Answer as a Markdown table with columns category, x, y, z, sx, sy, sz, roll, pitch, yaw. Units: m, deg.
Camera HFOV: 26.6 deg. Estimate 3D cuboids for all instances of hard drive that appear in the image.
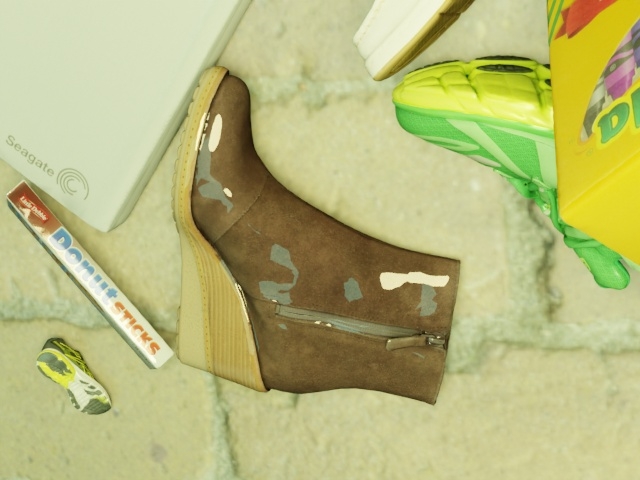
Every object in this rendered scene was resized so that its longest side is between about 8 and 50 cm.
| category | x | y | z | sx | sy | sz | roll | pitch | yaw |
| --- | --- | --- | --- | --- | --- | --- | --- | --- | --- |
| hard drive | -0.166 | -0.204 | 0.969 | 0.233 | 0.047 | 0.353 | 37 | 121 | 4 |

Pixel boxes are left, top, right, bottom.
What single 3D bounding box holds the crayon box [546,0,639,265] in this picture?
| category | x | y | z | sx | sy | sz | roll | pitch | yaw |
| --- | --- | --- | --- | --- | --- | --- | --- | --- | --- |
| crayon box | 0.211 | -0.123 | 0.677 | 0.081 | 0.319 | 0.202 | 29 | 132 | -24 |

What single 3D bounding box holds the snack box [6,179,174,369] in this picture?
| category | x | y | z | sx | sy | sz | roll | pitch | yaw |
| --- | --- | --- | --- | --- | --- | --- | --- | --- | --- |
| snack box | -0.183 | 0.030 | 1.071 | 0.022 | 0.064 | 0.178 | -41 | 94 | -12 |

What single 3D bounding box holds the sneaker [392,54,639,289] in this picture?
| category | x | y | z | sx | sy | sz | roll | pitch | yaw |
| --- | --- | --- | --- | --- | --- | --- | --- | --- | --- |
| sneaker | 0.175 | -0.033 | 0.865 | 0.295 | 0.109 | 0.124 | 22 | 115 | 12 |

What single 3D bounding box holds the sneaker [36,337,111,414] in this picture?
| category | x | y | z | sx | sy | sz | roll | pitch | yaw |
| --- | --- | --- | --- | --- | --- | --- | --- | --- | --- |
| sneaker | -0.202 | 0.112 | 1.133 | 0.031 | 0.035 | 0.083 | -27 | 122 | 19 |

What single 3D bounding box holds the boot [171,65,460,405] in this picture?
| category | x | y | z | sx | sy | sz | roll | pitch | yaw |
| --- | --- | --- | --- | --- | --- | --- | --- | --- | --- |
| boot | 0.000 | 0.000 | 0.985 | 0.206 | 0.090 | 0.248 | 6 | 113 | 7 |

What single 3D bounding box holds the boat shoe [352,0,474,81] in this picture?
| category | x | y | z | sx | sy | sz | roll | pitch | yaw |
| --- | --- | --- | --- | --- | --- | --- | --- | --- | --- |
| boat shoe | 0.091 | -0.227 | 0.828 | 0.096 | 0.098 | 0.277 | 37 | 112 | 4 |
